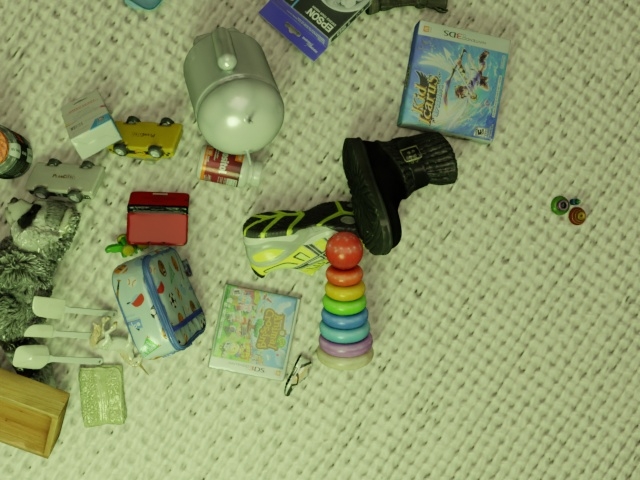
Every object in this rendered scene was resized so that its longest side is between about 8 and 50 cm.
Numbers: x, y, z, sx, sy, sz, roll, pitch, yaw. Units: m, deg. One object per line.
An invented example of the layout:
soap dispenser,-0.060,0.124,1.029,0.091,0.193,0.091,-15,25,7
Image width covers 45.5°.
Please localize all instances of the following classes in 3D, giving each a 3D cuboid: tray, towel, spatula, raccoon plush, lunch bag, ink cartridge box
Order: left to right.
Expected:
tray,-0.789,0.351,1.733,0.410,0.203,0.076,23,43,-6
raccoon plush,-0.645,0.114,1.797,0.299,0.216,0.447,-31,125,-21
spatula,-0.584,0.220,1.766,0.019,0.242,0.168,14,88,35
ink cartridge box,-0.543,-0.276,1.799,0.104,0.181,0.062,-28,131,-6
towel,-0.528,0.376,1.847,0.110,0.027,0.148,-4,91,-6
lunch bag,-0.356,0.144,1.740,0.114,0.303,0.243,-23,92,6
ink cartridge box,-0.018,-0.578,1.874,0.206,0.045,0.208,43,86,14

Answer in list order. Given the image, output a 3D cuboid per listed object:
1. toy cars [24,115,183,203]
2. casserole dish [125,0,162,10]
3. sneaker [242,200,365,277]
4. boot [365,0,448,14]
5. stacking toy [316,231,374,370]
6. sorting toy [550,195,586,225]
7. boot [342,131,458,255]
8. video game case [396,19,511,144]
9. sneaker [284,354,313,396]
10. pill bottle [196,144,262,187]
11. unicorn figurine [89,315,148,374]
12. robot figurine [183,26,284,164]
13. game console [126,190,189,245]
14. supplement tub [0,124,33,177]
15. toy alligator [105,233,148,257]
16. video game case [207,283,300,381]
toy cars,-0.502,-0.179,1.816,0.393,0.087,0.176,-29,55,-6
casserole dish,-0.411,-0.643,1.858,0.114,0.037,0.188,31,87,-7
sneaker,0.000,0.000,1.881,0.384,0.145,0.147,-4,120,-9
boot,0.209,-0.692,1.917,0.228,0.091,0.263,-11,102,-8
stacking toy,0.061,0.136,1.818,0.141,0.141,0.331,-2,111,-7
sorting toy,0.656,-0.083,1.992,0.102,0.042,0.061,31,86,-6
boot,0.209,-0.124,1.815,0.260,0.131,0.348,-2,57,-14
video game case,0.339,-0.400,1.942,0.244,0.061,0.270,10,89,-6
sneaker,-0.055,0.342,1.902,0.043,0.040,0.109,28,87,-8
pill bottle,-0.221,-0.177,1.857,0.151,0.086,0.086,11,89,-8
unicorn figurine,-0.478,0.245,1.836,0.161,0.060,0.111,16,97,-18
robot figurine,-0.200,-0.339,1.757,0.199,0.300,0.354,-18,53,-4
game console,-0.390,-0.055,1.840,0.143,0.124,0.085,2,120,-8
supplement tub,-0.735,-0.203,1.738,0.116,0.190,0.117,0,90,-8
toy alligator,-0.427,-0.002,1.852,0.189,0.056,0.051,-27,136,-16
video game case,-0.164,0.229,1.896,0.193,0.023,0.213,12,88,-7
